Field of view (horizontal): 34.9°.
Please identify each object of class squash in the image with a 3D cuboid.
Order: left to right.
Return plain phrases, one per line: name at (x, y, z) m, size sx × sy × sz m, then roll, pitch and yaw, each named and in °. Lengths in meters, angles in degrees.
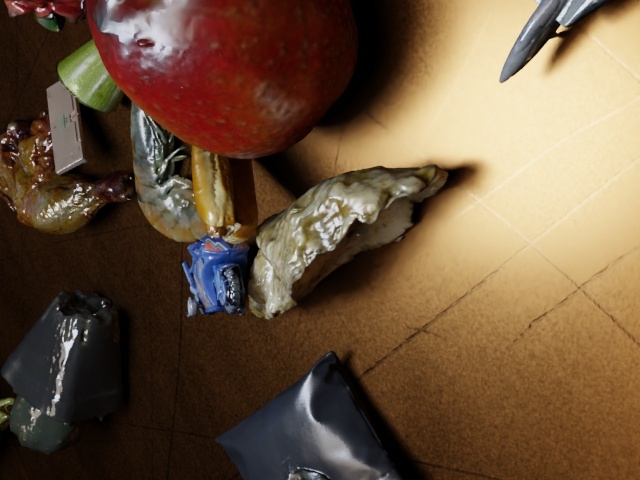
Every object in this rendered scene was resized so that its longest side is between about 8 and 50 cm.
squash at (-0.288, -0.257, 1.419) m, size 0.132 × 0.105 × 0.105 m, roll -44°, pitch 70°, yaw 18°

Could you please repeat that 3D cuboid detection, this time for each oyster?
oyster at (0.000, -0.005, 1.201) m, size 0.110 × 0.166 × 0.341 m, roll 59°, pitch 146°, yaw 3°

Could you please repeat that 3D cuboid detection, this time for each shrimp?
shrimp at (-0.197, -0.140, 1.383) m, size 0.169 × 0.058 × 0.296 m, roll 5°, pitch 108°, yaw 34°

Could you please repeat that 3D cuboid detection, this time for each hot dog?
hot dog at (-0.124, -0.092, 1.259) m, size 0.062 × 0.092 × 0.236 m, roll -32°, pitch 41°, yaw 23°

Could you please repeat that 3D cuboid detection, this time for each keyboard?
keyboard at (-0.371, -0.172, 1.495) m, size 0.055 × 0.017 × 0.166 m, roll -27°, pitch 56°, yaw 18°

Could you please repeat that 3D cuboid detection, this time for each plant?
plant at (-0.389, 0.205, 1.560) m, size 0.164 × 0.141 × 0.256 m, roll 34°, pitch 108°, yaw 29°

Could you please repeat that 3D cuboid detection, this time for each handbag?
handbag at (-0.015, 0.291, 1.303) m, size 0.254 × 0.088 × 0.211 m, roll -41°, pitch 71°, yaw 34°

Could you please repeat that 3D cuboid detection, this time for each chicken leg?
chicken leg at (-0.397, -0.101, 1.535) m, size 0.322 × 0.083 × 0.177 m, roll 43°, pitch 110°, yaw 33°

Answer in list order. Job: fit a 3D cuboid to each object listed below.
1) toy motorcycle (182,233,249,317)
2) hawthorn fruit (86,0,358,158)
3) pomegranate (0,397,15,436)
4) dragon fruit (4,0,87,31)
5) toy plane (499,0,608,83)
toy motorcycle at (-0.134, 0.041, 1.309) m, size 0.205 × 0.076 × 0.114 m, roll 166°, pitch 101°, yaw -72°
hawthorn fruit at (-0.124, -0.245, 1.107) m, size 0.284 × 0.369 × 0.285 m, roll -5°, pitch 80°, yaw 29°
pomegranate at (-0.633, 0.317, 1.753) m, size 0.263 × 0.211 × 0.211 m, roll -4°, pitch 98°, yaw 17°
dragon fruit at (-0.340, -0.423, 1.332) m, size 0.234 × 0.233 × 0.293 m, roll 47°, pitch 129°, yaw 22°
toy plane at (0.255, -0.256, 0.968) m, size 0.212 × 0.088 × 0.267 m, roll 49°, pitch 134°, yaw 22°
